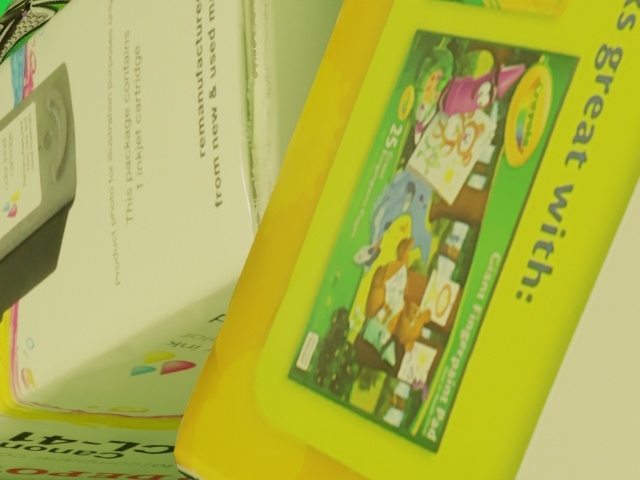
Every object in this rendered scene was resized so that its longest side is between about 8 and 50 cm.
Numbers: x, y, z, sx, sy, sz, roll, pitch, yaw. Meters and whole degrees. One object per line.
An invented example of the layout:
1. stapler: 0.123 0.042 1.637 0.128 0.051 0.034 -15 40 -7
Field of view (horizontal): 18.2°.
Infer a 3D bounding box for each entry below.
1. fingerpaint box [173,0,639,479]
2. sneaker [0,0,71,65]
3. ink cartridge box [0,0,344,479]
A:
1. fingerpaint box: 0.191 -0.092 0.379 0.371 0.163 0.445 20 90 58
2. sneaker: -0.101 -0.094 0.964 0.343 0.134 0.146 -33 57 53
3. ink cartridge box: 0.000 0.000 0.694 0.306 0.226 0.131 -31 58 55
